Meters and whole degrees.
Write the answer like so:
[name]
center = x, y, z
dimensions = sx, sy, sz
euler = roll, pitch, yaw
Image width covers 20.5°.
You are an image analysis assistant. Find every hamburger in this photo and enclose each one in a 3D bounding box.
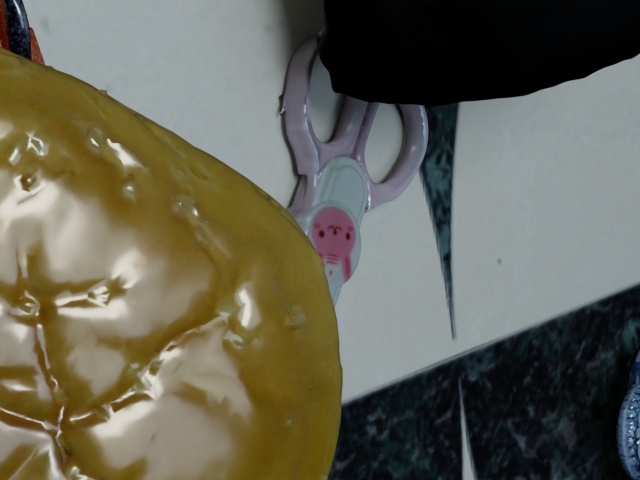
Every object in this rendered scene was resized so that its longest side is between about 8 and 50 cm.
[hamburger]
center = -0.140, 0.074, 0.752
dimensions = 0.319, 0.158, 0.318
euler = -2, 95, -23

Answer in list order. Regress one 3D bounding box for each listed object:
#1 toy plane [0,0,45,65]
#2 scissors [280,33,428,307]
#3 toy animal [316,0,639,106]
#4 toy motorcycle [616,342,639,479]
[toy plane]
center = -0.151, -0.061, 0.858
dimensions = 0.130, 0.061, 0.189
euler = -23, 105, -42
[scissors]
center = 0.000, 0.000, 1.041
dimensions = 0.118, 0.030, 0.242
euler = 34, 65, -42
[toy animal]
center = 0.080, -0.252, 0.969
dimensions = 0.251, 0.251, 0.310
euler = -36, 119, -39
[toy motorcycle]
center = 0.273, 0.144, 1.299
dimensions = 0.254, 0.092, 0.135
euler = 44, 52, -49
